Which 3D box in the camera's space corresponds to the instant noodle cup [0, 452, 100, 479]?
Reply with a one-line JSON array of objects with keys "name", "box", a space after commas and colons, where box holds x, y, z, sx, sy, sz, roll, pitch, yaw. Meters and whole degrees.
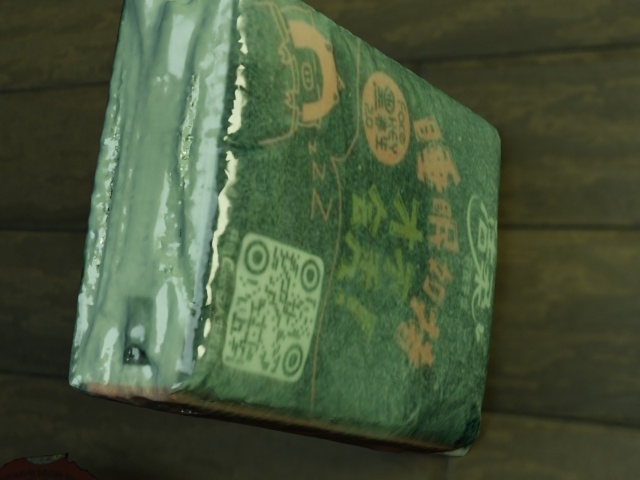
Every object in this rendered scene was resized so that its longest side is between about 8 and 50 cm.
[{"name": "instant noodle cup", "box": [-0.183, 0.295, 1.009, 0.274, 0.090, 0.274, -9, 74, 33]}]

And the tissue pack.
[{"name": "tissue pack", "box": [0.000, 0.000, 0.816, 0.103, 0.315, 0.228, 1, 78, 33]}]
